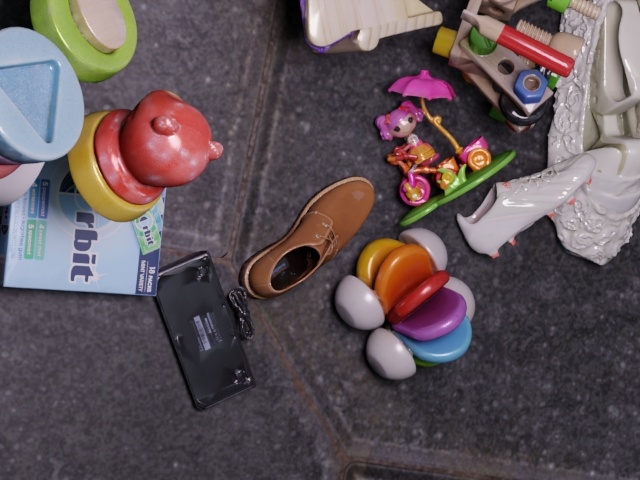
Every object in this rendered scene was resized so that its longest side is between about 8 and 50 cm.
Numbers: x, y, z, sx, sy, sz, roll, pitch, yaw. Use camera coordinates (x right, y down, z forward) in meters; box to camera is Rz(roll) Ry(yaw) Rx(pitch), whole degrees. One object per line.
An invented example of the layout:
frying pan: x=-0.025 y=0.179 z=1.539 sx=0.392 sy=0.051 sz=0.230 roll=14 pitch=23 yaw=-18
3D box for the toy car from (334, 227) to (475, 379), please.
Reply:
toy car: x=0.122 y=0.081 z=1.982 sx=0.159 sy=0.136 sz=0.182 roll=-39 pitch=110 yaw=-22

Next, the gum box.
gum box: x=-0.270 y=-0.020 z=1.814 sx=0.184 sy=0.041 sz=0.157 roll=5 pitch=91 yaw=-30

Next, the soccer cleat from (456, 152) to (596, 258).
soccer cleat: x=0.266 y=-0.058 z=2.062 sx=0.196 sy=0.068 sz=0.076 roll=-37 pitch=103 yaw=7

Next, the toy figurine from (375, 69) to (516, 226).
toy figurine: x=0.131 y=-0.129 z=2.008 sx=0.173 sy=0.130 sz=0.159 roll=-33 pitch=95 yaw=2

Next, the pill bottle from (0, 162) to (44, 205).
pill bottle: x=-0.461 y=-0.152 z=1.595 sx=0.361 sy=0.204 sz=0.204 roll=13 pitch=87 yaw=-38

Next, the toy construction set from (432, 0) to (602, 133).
toy construction set: x=0.204 y=-0.281 z=1.929 sx=0.237 sy=0.309 sz=0.257 roll=27 pitch=102 yaw=3

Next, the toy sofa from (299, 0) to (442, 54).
toy sofa: x=0.005 y=-0.401 z=1.879 sx=0.177 sy=0.150 sz=0.363 roll=-17 pitch=101 yaw=-22

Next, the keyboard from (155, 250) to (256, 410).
keyboard: x=-0.129 y=0.102 z=1.912 sx=0.108 sy=0.023 sz=0.180 roll=-23 pitch=105 yaw=-19

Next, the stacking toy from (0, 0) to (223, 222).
stacking toy: x=-0.241 y=-0.182 z=1.592 sx=0.309 sy=0.130 sz=0.280 roll=13 pitch=66 yaw=-49

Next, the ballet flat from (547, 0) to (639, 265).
ballet flat: x=0.378 y=-0.165 z=2.110 sx=0.147 sy=0.147 sz=0.409 roll=-4 pitch=96 yaw=-29

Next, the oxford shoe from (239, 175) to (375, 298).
oxford shoe: x=0.000 y=0.000 z=1.946 sx=0.212 sy=0.076 sz=0.076 roll=-44 pitch=110 yaw=-21
